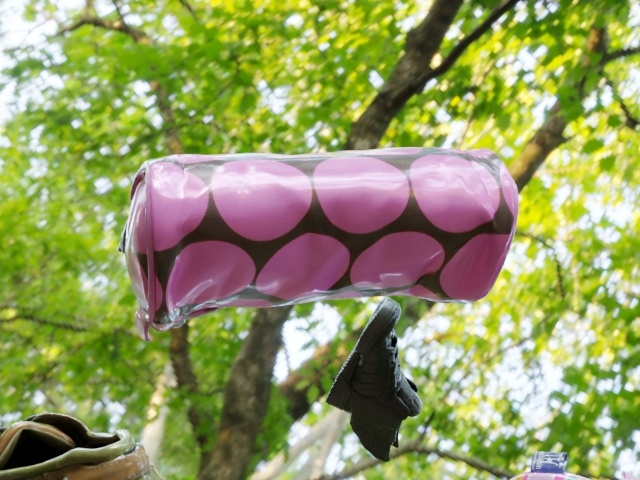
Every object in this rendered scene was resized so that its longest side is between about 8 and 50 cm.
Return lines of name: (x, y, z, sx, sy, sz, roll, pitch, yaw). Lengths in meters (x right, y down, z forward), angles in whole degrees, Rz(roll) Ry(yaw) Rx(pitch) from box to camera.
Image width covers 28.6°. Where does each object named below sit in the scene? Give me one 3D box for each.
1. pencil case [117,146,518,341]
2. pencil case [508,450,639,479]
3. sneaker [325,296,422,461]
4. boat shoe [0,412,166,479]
pencil case: (0.000, 0.000, 0.674, 0.209, 0.095, 0.098, -3, -73, -16)
pencil case: (0.167, 0.299, 0.882, 0.124, 0.284, 0.124, 10, -36, 8)
sneaker: (0.064, 0.134, 1.194, 0.089, 0.051, 0.170, 30, -53, 3)
boat shoe: (-0.198, 0.173, 0.910, 0.307, 0.111, 0.104, -6, -75, 48)
